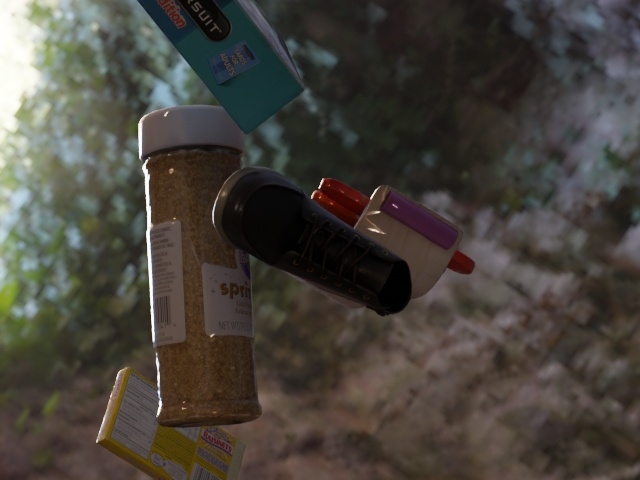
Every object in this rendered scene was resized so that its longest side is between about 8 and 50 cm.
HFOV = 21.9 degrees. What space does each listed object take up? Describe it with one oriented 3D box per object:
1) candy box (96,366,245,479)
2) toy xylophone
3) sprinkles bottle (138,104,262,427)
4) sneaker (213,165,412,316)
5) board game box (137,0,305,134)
[{"bbox_3d":[-0.182,0.252,2.051,0.027,0.105,0.206,-24,130,39],"label":"candy box"},{"bbox_3d":[0.021,-0.001,1.931,0.236,0.081,0.323,32,163,-24],"label":"toy xylophone"},{"bbox_3d":[-0.137,0.030,1.876,0.121,0.355,0.121,-4,170,-1],"label":"sprinkles bottle"},{"bbox_3d":[0.000,0.000,1.541,0.118,0.083,0.222,23,177,36],"label":"sneaker"},{"bbox_3d":[-0.156,-0.287,1.664,0.336,0.079,0.254,51,-174,-20],"label":"board game box"}]
